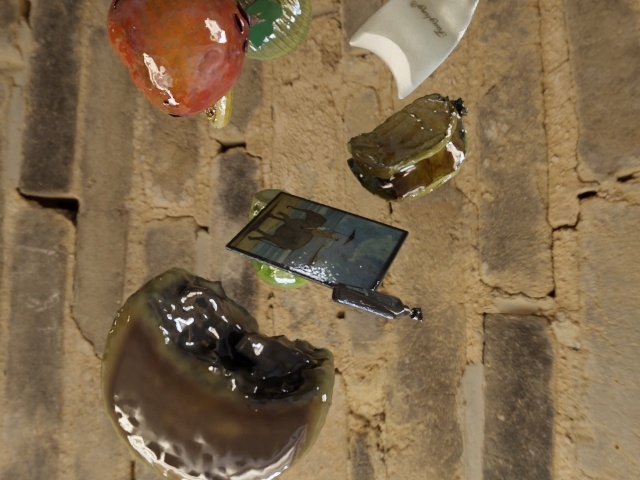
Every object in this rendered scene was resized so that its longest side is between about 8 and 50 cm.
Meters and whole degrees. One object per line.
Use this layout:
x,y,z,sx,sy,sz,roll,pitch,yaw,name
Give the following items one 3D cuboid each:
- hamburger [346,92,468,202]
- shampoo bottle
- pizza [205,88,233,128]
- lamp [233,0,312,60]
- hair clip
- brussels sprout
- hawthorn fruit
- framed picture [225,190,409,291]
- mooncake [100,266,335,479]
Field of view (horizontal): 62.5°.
0.219,-0.204,1.246,0.309,0.132,0.211,-26,-127,14,hamburger
0.081,0.089,0.739,0.137,0.048,0.027,17,-62,-22,shampoo bottle
-0.255,-0.339,1.297,0.058,0.246,0.127,-4,-82,-20,pizza
-0.123,-0.596,1.333,0.284,0.250,0.250,-43,-104,18,lamp
0.220,-0.459,1.099,0.172,0.113,0.282,45,-102,-12,hair clip
-0.104,-0.008,1.446,0.210,0.219,0.271,-7,-69,9,brussels sprout
-0.256,-0.411,1.070,0.308,0.276,0.276,-29,-103,-10,hawthorn fruit
0.000,0.000,1.196,0.347,0.265,0.016,20,-49,18,framed picture
-0.183,0.226,0.964,0.394,0.246,0.393,-20,-87,5,mooncake
